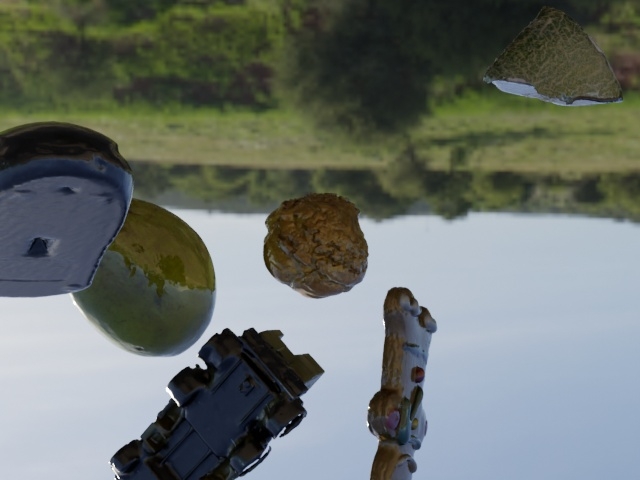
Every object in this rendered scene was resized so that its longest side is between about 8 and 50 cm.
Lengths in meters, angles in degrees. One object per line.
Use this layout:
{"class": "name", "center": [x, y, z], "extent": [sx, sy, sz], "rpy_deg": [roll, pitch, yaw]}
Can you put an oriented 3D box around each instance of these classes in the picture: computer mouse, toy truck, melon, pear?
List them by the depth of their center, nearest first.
{"class": "computer mouse", "center": [-0.238, -0.034, 1.068], "extent": [0.137, 0.086, 0.270], "rpy_deg": [2, 154, -23]}
{"class": "toy truck", "center": [-0.113, 0.209, 1.379], "extent": [0.127, 0.257, 0.127], "rpy_deg": [46, -159, 13]}
{"class": "melon", "center": [0.282, -0.226, 1.581], "extent": [0.202, 0.139, 0.093], "rpy_deg": [6, 167, -30]}
{"class": "pear", "center": [-0.318, 0.063, 2.203], "extent": [0.253, 0.253, 0.307], "rpy_deg": [5, 150, 51]}

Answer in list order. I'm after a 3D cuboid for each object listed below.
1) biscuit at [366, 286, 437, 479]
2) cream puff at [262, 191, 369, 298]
{"class": "biscuit", "center": [0.112, 0.222, 1.685], "extent": [0.049, 0.301, 0.197], "rpy_deg": [3, 167, 24]}
{"class": "cream puff", "center": [0.000, 0.000, 2.011], "extent": [0.189, 0.189, 0.129], "rpy_deg": [-2, 141, -39]}
